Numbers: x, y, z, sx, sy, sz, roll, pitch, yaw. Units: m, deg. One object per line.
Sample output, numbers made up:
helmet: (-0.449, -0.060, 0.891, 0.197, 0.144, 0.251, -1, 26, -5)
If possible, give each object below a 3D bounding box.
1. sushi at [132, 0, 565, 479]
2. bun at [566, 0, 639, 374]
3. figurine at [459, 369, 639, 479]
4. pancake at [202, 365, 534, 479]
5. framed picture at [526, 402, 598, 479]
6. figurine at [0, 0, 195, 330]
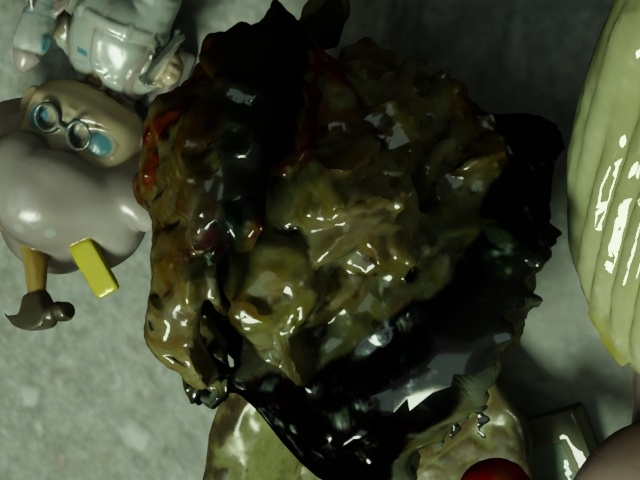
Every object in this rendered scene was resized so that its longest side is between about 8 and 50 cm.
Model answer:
sushi: (-0.005, -0.003, 1.022, 0.219, 0.238, 0.225, 27, 100, -20)
bun: (0.270, -0.039, 0.891, 0.361, 0.213, 0.361, 18, 111, 54)
figurine: (0.219, 0.169, 1.031, 0.287, 0.176, 0.186, 38, 137, 21)
pancake: (0.024, 0.147, 1.166, 0.235, 0.029, 0.212, -14, 85, 32)
framed picture: (0.067, 0.228, 1.199, 0.289, 0.016, 0.213, -18, 96, 32)
figurine: (-0.140, -0.063, 1.173, 0.137, 0.112, 0.229, 23, 102, 13)
